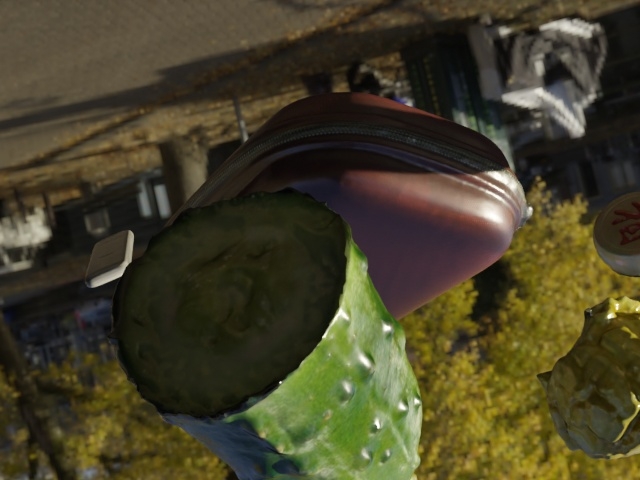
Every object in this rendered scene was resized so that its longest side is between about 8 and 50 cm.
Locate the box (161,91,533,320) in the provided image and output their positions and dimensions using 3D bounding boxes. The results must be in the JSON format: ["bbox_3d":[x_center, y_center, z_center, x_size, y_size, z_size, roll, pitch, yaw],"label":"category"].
[{"bbox_3d":[0.000,0.000,0.978,0.263,0.108,0.404,17,150,-26],"label":"box"}]

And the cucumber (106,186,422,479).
[{"bbox_3d":[-0.001,0.087,0.570,0.134,0.134,0.244,-14,138,20],"label":"cucumber"}]

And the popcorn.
[{"bbox_3d":[0.437,0.199,1.505,0.249,0.225,0.249,-32,158,-15],"label":"popcorn"}]

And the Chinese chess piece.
[{"bbox_3d":[0.427,-0.010,1.385,0.122,0.122,0.051,-15,136,26],"label":"Chinese chess piece"}]

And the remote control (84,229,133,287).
[{"bbox_3d":[-0.313,0.028,1.553,0.067,0.029,0.261,-23,-166,-4],"label":"remote control"}]
